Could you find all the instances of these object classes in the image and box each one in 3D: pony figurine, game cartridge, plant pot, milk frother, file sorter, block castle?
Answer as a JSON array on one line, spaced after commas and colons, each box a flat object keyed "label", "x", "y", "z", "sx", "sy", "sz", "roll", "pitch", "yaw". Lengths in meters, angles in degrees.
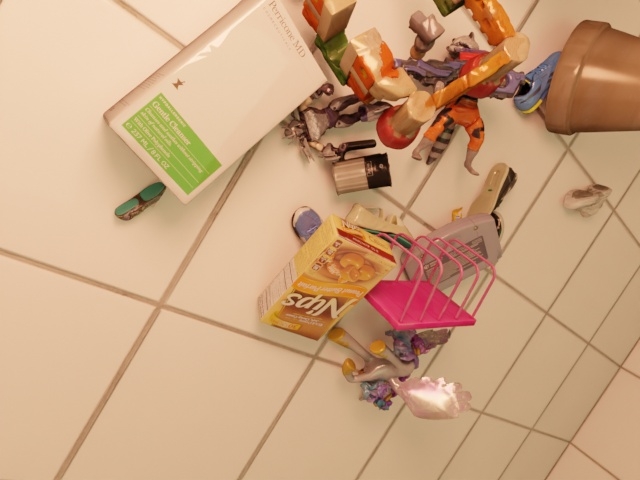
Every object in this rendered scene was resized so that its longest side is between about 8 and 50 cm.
[{"label": "pony figurine", "x": 0.233, "y": 0.372, "z": 1.381, "sx": 0.350, "sy": 0.303, "sz": 0.364, "roll": -18, "pitch": 129, "yaw": 14}, {"label": "game cartridge", "x": 0.394, "y": 0.044, "z": 1.391, "sx": 0.297, "sy": 0.062, "sz": 0.198, "roll": -27, "pitch": 121, "yaw": 2}, {"label": "plant pot", "x": 0.839, "y": -0.436, "z": 1.298, "sx": 0.323, "sy": 0.280, "sz": 0.324, "roll": -29, "pitch": 131, "yaw": -39}, {"label": "milk frother", "x": 0.105, "y": -0.166, "z": 1.144, "sx": 0.134, "sy": 0.129, "sz": 0.143, "roll": -8, "pitch": 154, "yaw": 9}, {"label": "file sorter", "x": 0.276, "y": 0.096, "z": 1.207, "sx": 0.290, "sy": 0.202, "sz": 0.182, "roll": 4, "pitch": 115, "yaw": -35}, {"label": "block castle", "x": 0.144, "y": -0.432, "z": 0.890, "sx": 0.302, "sy": 0.213, "sz": 0.454, "roll": -33, "pitch": 93, "yaw": -7}]

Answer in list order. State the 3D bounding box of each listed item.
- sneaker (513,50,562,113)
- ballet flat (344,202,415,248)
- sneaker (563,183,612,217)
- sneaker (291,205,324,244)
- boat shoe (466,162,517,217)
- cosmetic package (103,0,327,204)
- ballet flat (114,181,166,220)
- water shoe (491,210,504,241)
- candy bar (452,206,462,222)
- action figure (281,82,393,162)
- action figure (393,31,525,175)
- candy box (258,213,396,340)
[{"label": "sneaker", "x": 0.638, "y": -0.476, "z": 1.344, "sx": 0.082, "sy": 0.069, "sz": 0.209, "roll": 35, "pitch": 91, "yaw": -33}, {"label": "ballet flat", "x": 0.173, "y": -0.043, "z": 1.251, "sx": 0.248, "sy": 0.086, "sz": 0.086, "roll": 17, "pitch": 101, "yaw": -35}, {"label": "sneaker", "x": 0.978, "y": -0.131, "z": 1.697, "sx": 0.232, "sy": 0.090, "sz": 0.116, "roll": -13, "pitch": 121, "yaw": -25}, {"label": "sneaker", "x": 0.000, "y": 0.000, "z": 1.155, "sx": 0.080, "sy": 0.081, "sz": 0.211, "roll": -40, "pitch": 126, "yaw": -10}, {"label": "boat shoe", "x": 0.530, "y": -0.120, "z": 1.426, "sx": 0.079, "sy": 0.084, "sz": 0.233, "roll": 26, "pitch": 94, "yaw": -33}, {"label": "cosmetic package", "x": -0.195, "y": -0.271, "z": 0.871, "sx": 0.365, "sy": 0.155, "sz": 0.197, "roll": -44, "pitch": 124, "yaw": -6}, {"label": "ballet flat", "x": -0.359, "y": -0.077, "z": 0.933, "sx": 0.114, "sy": 0.041, "sz": 0.041, "roll": -35, "pitch": 125, "yaw": -13}, {"label": "water shoe", "x": 0.524, "y": 0.003, "z": 1.485, "sx": 0.080, "sy": 0.073, "sz": 0.203, "roll": 6, "pitch": 107, "yaw": -31}, {"label": "candy bar", "x": 0.430, "y": -0.030, "z": 1.447, "sx": 0.040, "sy": 0.018, "sz": 0.162, "roll": -22, "pitch": 120, "yaw": -21}, {"label": "action figure", "x": 0.037, "y": -0.286, "z": 1.044, "sx": 0.284, "sy": 0.099, "sz": 0.186, "roll": -26, "pitch": 127, "yaw": -16}, {"label": "action figure", "x": 0.312, "y": -0.361, "z": 1.178, "sx": 0.340, "sy": 0.178, "sz": 0.331, "roll": 12, "pitch": 99, "yaw": -7}, {"label": "candy box", "x": 0.009, "y": 0.100, "z": 1.117, "sx": 0.182, "sy": 0.088, "sz": 0.316, "roll": 25, "pitch": 121, "yaw": -29}]
